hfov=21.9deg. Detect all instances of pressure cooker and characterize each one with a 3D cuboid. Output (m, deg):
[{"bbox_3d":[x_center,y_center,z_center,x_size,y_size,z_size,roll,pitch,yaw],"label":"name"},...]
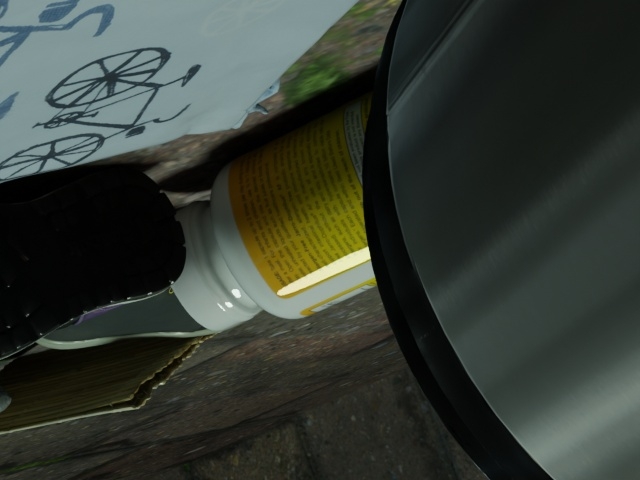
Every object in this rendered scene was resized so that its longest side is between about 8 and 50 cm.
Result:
[{"bbox_3d":[0.215,-0.053,0.636,0.369,0.376,0.420,-28,169,-28],"label":"pressure cooker"}]

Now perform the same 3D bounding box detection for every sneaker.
[{"bbox_3d":[-0.212,0.032,0.973,0.124,0.107,0.283,-25,170,36],"label":"sneaker"},{"bbox_3d":[-0.100,0.021,1.185,0.222,0.083,0.118,-15,168,-22],"label":"sneaker"}]

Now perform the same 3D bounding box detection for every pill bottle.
[{"bbox_3d":[0.002,-0.018,1.091,0.208,0.118,0.117,-25,169,21],"label":"pill bottle"}]

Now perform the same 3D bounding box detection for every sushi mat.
[{"bbox_3d":[-0.202,0.113,1.342,0.316,0.019,0.151,-16,-164,44],"label":"sushi mat"}]

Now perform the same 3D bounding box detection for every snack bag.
[{"bbox_3d":[-0.121,-0.086,0.738,0.342,0.037,0.323,-17,169,-29],"label":"snack bag"}]

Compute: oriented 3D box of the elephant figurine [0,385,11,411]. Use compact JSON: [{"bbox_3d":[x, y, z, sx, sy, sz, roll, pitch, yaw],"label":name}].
[{"bbox_3d":[-0.360,0.118,1.077,0.239,0.186,0.169,-13,-145,15],"label":"elephant figurine"}]
